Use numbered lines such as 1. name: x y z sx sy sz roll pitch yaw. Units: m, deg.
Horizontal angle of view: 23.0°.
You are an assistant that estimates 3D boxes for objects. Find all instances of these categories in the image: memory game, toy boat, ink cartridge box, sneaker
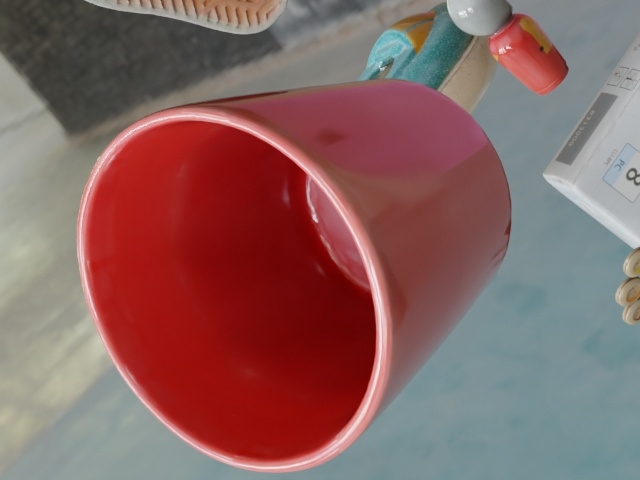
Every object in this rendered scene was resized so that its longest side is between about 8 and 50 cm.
1. memory game: 0.395 0.021 1.724 0.186 0.186 0.012 -41 50 -8
2. toy boat: 0.127 -0.191 1.709 0.318 0.148 0.267 -21 30 57
3. ink cartridge box: 0.492 -0.091 1.832 0.308 0.385 0.091 -56 20 -2
4. sneaker: -0.175 -0.283 1.509 0.108 0.302 0.121 -59 43 17

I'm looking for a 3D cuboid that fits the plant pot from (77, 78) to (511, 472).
1. plant pot: 0.000 0.000 1.166 0.275 0.275 0.243 -24 3 41
